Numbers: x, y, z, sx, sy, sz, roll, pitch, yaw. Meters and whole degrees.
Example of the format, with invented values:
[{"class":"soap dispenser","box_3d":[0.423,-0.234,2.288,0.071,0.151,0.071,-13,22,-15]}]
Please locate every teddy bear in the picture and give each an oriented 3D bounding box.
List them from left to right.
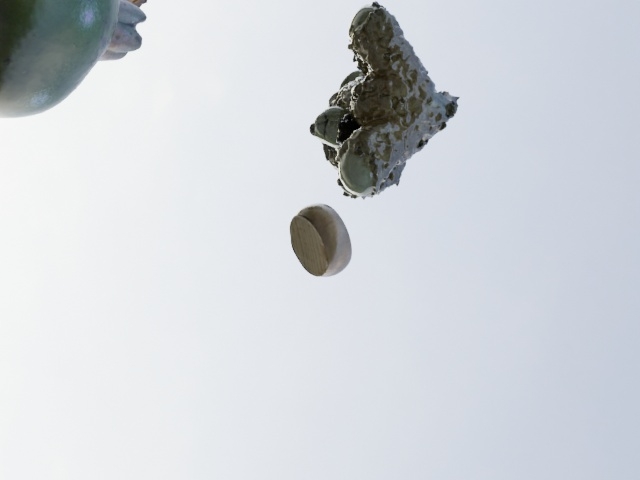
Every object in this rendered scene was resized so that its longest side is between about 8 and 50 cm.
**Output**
[{"class":"teddy bear","box_3d":[0.072,-0.167,2.057,0.256,0.156,0.267,161,-64,-66]}]

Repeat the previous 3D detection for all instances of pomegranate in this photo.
[{"class":"pomegranate","box_3d":[-0.207,-0.168,1.048,0.180,0.209,0.180,-2,-93,38]}]

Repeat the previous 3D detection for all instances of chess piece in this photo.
[{"class":"chess piece","box_3d":[0.000,0.000,1.677,0.083,0.038,0.084,39,-40,44]}]

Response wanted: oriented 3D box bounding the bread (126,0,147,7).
[{"class":"bread","box_3d":[-0.286,-0.316,1.592,0.312,0.172,0.312,-30,-137,33]}]
